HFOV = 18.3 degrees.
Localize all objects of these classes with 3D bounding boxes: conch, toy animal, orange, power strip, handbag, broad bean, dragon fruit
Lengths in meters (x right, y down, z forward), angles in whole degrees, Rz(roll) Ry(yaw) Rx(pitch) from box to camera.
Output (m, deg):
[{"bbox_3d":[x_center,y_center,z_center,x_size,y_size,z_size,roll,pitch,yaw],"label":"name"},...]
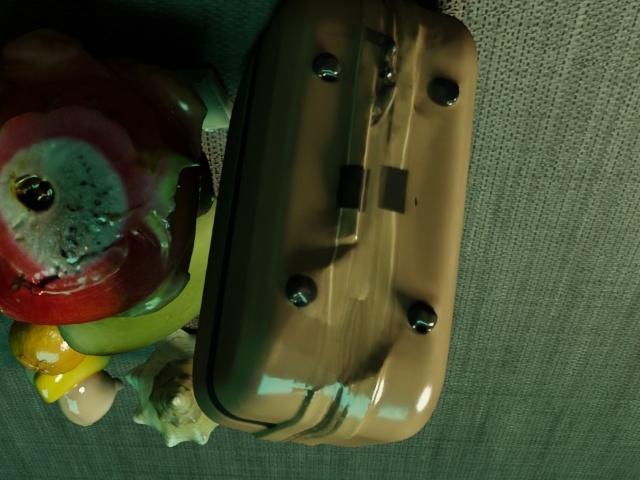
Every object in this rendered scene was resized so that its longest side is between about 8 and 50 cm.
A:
[{"bbox_3d":[-0.116,0.138,2.034,0.137,0.114,0.234,4,-163,24],"label":"conch"},{"bbox_3d":[-0.262,0.134,2.076,0.082,0.091,0.114,21,162,43],"label":"toy animal"},{"bbox_3d":[-0.268,0.099,1.977,0.083,0.070,0.083,6,158,3],"label":"orange"},{"bbox_3d":[-0.091,-0.107,1.499,0.040,0.016,0.090,-2,159,10],"label":"power strip"},{"bbox_3d":[0.000,0.000,1.391,0.149,0.302,0.283,9,164,-11],"label":"handbag"},{"bbox_3d":[-0.155,0.023,1.661,0.189,0.121,0.263,-14,174,-14],"label":"broad bean"},{"bbox_3d":[-0.181,-0.044,1.415,0.224,0.224,0.227,8,-174,-15],"label":"dragon fruit"}]
